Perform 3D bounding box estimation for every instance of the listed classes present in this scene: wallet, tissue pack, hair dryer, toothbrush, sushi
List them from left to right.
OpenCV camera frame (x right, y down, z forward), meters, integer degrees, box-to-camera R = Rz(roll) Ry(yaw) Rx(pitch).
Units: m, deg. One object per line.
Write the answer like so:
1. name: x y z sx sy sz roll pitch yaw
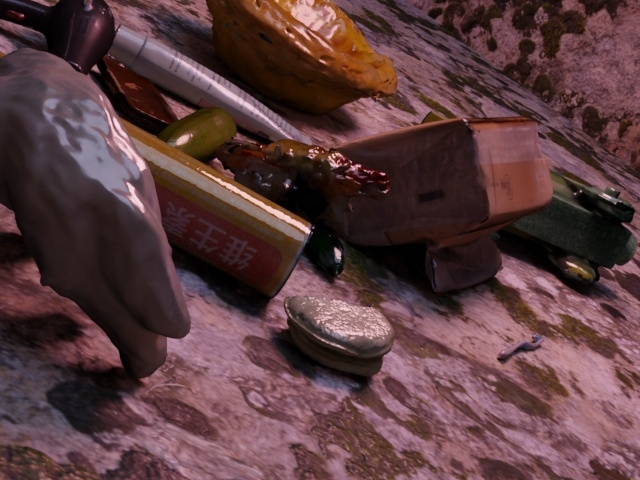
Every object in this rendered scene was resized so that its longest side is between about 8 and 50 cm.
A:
1. hair dryer: -0.404 -0.280 1.736 0.271 0.091 0.235 14 30 -9
2. wallet: -0.239 -0.188 1.778 0.095 0.026 0.176 25 18 -36
3. sushi: -0.029 -0.072 1.622 0.226 0.103 0.097 7 -5 15
4. tissue pack: 0.174 -0.046 1.814 0.238 0.238 0.305 36 18 17
5. toothbrush: 0.255 0.135 1.696 0.017 0.014 0.162 50 22 13

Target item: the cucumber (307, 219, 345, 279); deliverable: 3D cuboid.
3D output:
1. cucumber: 0.000 0.000 1.621 0.039 0.039 0.168 19 19 -32

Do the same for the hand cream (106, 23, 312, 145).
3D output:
1. hand cream: -0.150 -0.212 1.930 0.331 0.058 0.085 26 16 -14

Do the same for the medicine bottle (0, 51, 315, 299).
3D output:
1. medicine bottle: -0.211 -0.081 1.389 0.426 0.108 0.108 28 17 -7

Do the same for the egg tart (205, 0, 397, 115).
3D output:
1. egg tart: -0.050 -0.330 2.249 0.388 0.169 0.388 30 18 -11

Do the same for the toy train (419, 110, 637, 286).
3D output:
1. toy train: 0.320 -0.070 2.151 0.397 0.160 0.253 22 11 -27

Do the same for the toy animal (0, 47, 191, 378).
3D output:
1. toy animal: -0.251 -0.020 1.108 0.188 0.266 0.308 -8 83 -43

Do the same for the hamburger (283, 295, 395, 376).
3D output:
1. hamburger: 0.019 0.100 1.356 0.121 0.054 0.084 19 24 -23

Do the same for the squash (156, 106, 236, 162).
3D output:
1. squash: -0.158 -0.121 1.662 0.066 0.066 0.201 32 23 6
